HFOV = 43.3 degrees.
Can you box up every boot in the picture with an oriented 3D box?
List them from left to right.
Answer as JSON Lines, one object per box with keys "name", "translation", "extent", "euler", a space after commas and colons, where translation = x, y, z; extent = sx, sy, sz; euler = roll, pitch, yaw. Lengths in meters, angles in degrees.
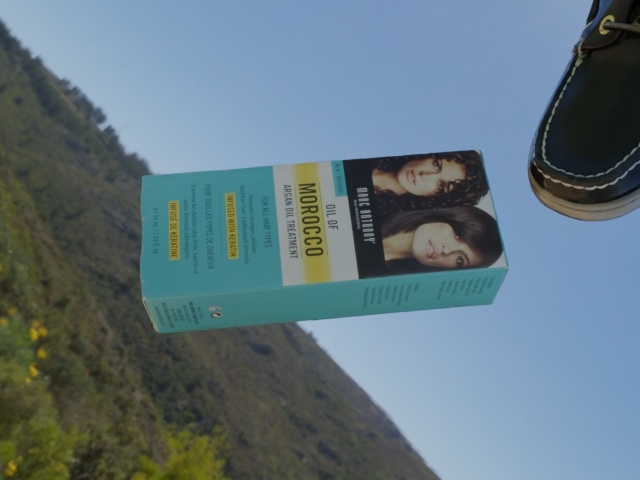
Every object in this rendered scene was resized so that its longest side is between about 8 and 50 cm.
{"name": "boot", "translation": [0.158, -0.143, 0.372], "extent": [0.085, 0.236, 0.178], "euler": [27, -18, 37]}

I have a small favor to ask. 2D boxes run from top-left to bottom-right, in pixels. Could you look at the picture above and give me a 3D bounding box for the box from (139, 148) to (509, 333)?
{"name": "box", "translation": [0.000, 0.000, 0.572], "extent": [0.060, 0.245, 0.100], "euler": [91, -7, -61]}
